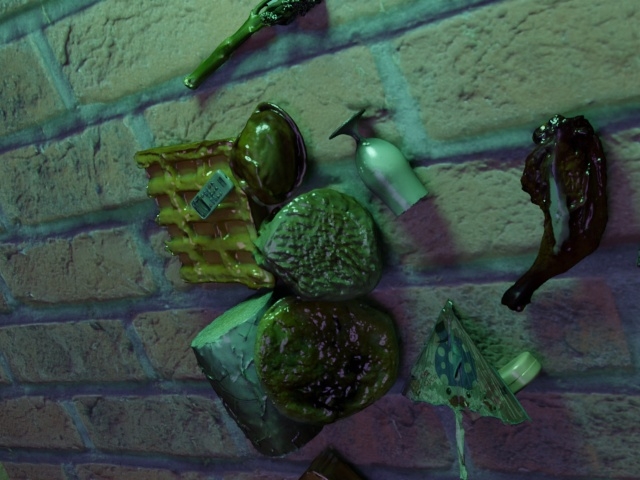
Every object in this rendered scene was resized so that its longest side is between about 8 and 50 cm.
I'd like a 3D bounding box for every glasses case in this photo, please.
[{"bbox_3d":[0.353,0.288,1.692,0.050,0.083,0.196,46,130,6],"label":"glasses case"}]

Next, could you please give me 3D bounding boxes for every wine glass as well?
[{"bbox_3d":[0.112,-0.141,1.609,0.202,0.093,0.093,51,132,-1],"label":"wine glass"}]

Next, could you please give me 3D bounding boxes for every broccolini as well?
[{"bbox_3d":[-0.148,-0.384,1.658,0.392,0.074,0.079,-32,88,40],"label":"broccolini"}]

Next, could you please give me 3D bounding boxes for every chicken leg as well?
[{"bbox_3d":[0.402,-0.023,1.479,0.158,0.096,0.407,24,129,27],"label":"chicken leg"}]

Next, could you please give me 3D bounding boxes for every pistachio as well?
[{"bbox_3d":[-0.107,-0.171,1.719,0.165,0.130,0.210,4,101,10],"label":"pistachio"}]

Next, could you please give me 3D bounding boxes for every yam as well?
[{"bbox_3d":[-0.135,0.298,1.949,0.241,0.241,0.348,-11,111,38],"label":"yam"}]

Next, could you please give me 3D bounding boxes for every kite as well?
[{"bbox_3d":[0.270,0.299,1.715,0.406,0.014,0.368,-3,93,60],"label":"kite"}]

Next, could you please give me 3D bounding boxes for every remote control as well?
[{"bbox_3d":[-0.229,-0.097,1.823,0.053,0.018,0.124,48,127,2],"label":"remote control"}]

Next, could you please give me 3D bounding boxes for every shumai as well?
[{"bbox_3d":[0.000,0.000,1.748,0.261,0.222,0.225,16,99,-9],"label":"shumai"}]

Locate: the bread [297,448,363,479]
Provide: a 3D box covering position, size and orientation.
[{"bbox_3d":[0.059,0.627,2.071,0.241,0.107,0.136,40,128,9],"label":"bread"}]

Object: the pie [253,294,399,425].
[{"bbox_3d":[0.011,0.255,1.812,0.323,0.070,0.323,-2,104,-6],"label":"pie"}]

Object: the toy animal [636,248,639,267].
[{"bbox_3d":[0.597,0.048,1.389,0.170,0.090,0.255,17,126,22],"label":"toy animal"}]

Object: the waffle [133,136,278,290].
[{"bbox_3d":[-0.241,-0.059,1.909,0.304,0.077,0.348,-2,114,34],"label":"waffle"}]
